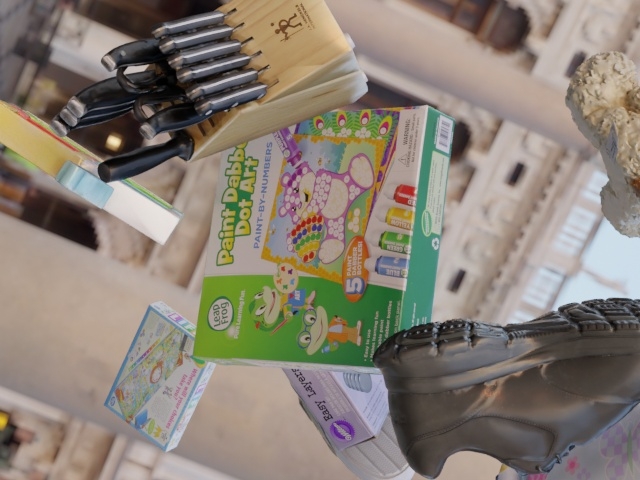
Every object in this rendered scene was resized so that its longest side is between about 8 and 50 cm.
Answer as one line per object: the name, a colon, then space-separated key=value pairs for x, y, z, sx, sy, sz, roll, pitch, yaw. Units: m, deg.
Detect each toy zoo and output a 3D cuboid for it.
toy zoo: x=-0.214 y=-0.062 z=1.379 sx=0.030 sy=0.192 sz=0.293 roll=-57 pitch=-176 yaw=-1

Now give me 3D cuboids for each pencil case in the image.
pencil case: x=0.285 y=0.204 z=1.374 sx=0.273 sy=0.113 sz=0.124 roll=-30 pitch=-135 yaw=49

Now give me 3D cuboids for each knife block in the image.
knife block: x=-0.090 y=-0.124 z=1.264 sx=0.242 sy=0.088 sz=0.276 roll=-29 pitch=174 yaw=3

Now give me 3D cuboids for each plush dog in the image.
plush dog: x=0.461 y=-0.126 z=1.871 sx=0.225 sy=0.262 sz=0.210 roll=-27 pitch=-157 yaw=-6

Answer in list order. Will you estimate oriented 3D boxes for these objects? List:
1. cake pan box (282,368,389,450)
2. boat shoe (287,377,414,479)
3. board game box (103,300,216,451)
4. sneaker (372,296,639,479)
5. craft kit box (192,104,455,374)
cake pan box: x=0.020 y=0.110 z=2.007 sx=0.070 sy=0.245 sz=0.267 roll=-26 pitch=-164 yaw=27
boat shoe: x=0.049 y=0.257 z=2.124 sx=0.302 sy=0.109 sz=0.094 roll=49 pitch=-18 yaw=48
board game box: x=-0.191 y=0.165 z=1.827 sx=0.026 sy=0.103 sz=0.154 roll=-19 pitch=139 yaw=-61
sneaker: x=0.189 y=0.118 z=1.193 sx=0.109 sy=0.286 sz=0.130 roll=-73 pitch=156 yaw=-81
craft kit box: x=0.000 y=0.000 z=1.443 sx=0.247 sy=0.061 sz=0.249 roll=-1 pitch=-103 yaw=40
